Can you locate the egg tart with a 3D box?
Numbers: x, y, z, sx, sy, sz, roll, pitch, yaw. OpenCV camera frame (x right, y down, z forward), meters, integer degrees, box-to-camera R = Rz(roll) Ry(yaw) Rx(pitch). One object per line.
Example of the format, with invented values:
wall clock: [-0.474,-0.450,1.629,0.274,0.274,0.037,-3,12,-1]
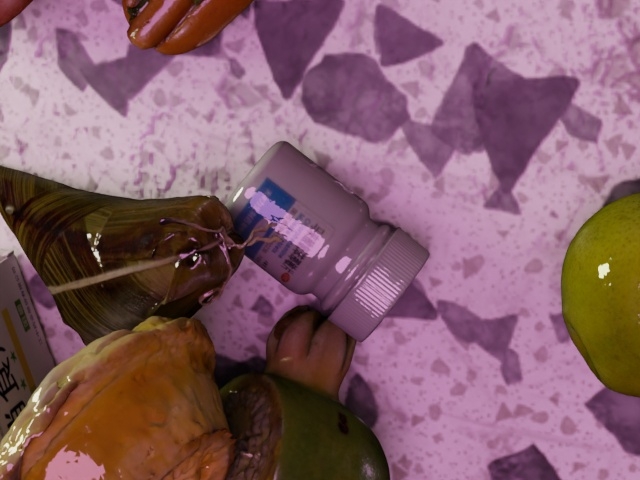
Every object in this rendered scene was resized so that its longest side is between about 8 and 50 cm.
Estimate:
egg tart: [-0.161,0.185,1.270,0.118,0.288,0.288,36,106,22]

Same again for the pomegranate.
pomegranate: [-0.024,0.196,1.402,0.159,0.241,0.190,22,133,-29]

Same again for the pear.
pear: [0.306,0.034,1.311,0.216,0.166,0.180,-33,81,-6]

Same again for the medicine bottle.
medicine bottle: [0.000,0.000,1.372,0.168,0.105,0.105,37,105,0]

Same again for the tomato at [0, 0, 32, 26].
tomato: [-0.320,-0.274,1.327,0.208,0.184,0.208,1,101,8]

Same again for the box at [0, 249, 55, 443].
box: [-0.315,0.194,1.428,0.145,0.173,0.333,-15,99,15]

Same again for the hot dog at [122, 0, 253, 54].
hot dog: [-0.077,-0.260,1.350,0.100,0.068,0.249,42,104,0]

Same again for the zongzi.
zongzi: [-0.186,-0.022,1.353,0.241,0.111,0.247,49,142,1]
